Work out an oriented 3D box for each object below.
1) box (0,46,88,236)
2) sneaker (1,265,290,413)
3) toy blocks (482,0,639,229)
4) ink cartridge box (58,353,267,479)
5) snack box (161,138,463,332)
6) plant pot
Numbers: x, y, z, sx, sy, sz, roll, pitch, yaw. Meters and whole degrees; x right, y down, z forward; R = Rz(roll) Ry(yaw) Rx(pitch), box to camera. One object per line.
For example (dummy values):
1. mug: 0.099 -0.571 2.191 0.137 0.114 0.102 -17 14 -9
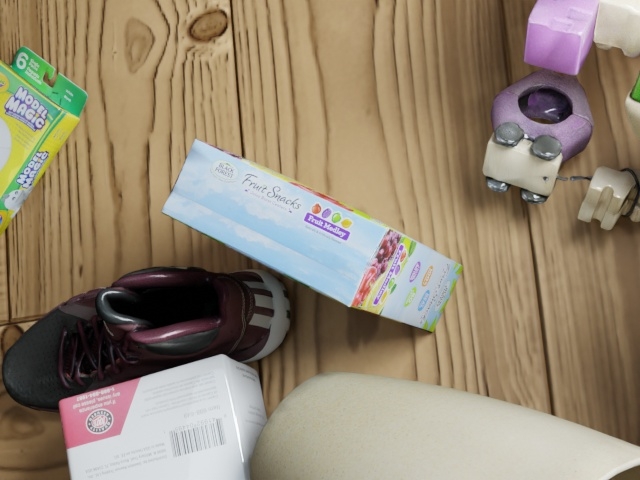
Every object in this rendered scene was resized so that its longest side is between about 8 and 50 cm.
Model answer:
1. box: -0.307 -0.093 1.310 0.105 0.043 0.179 36 92 22
2. sneaker: -0.179 0.072 1.165 0.281 0.162 0.106 -18 74 17
3. toy blocks: 0.305 -0.183 1.027 0.288 0.309 0.260 20 55 11
4. ink cartridge box: -0.114 0.224 1.144 0.158 0.092 0.218 -16 71 13
5. snack box: 0.000 0.000 1.085 0.174 0.207 0.070 26 90 22
6. plant pot: 0.083 0.210 1.015 0.274 0.256 0.256 28 91 38
